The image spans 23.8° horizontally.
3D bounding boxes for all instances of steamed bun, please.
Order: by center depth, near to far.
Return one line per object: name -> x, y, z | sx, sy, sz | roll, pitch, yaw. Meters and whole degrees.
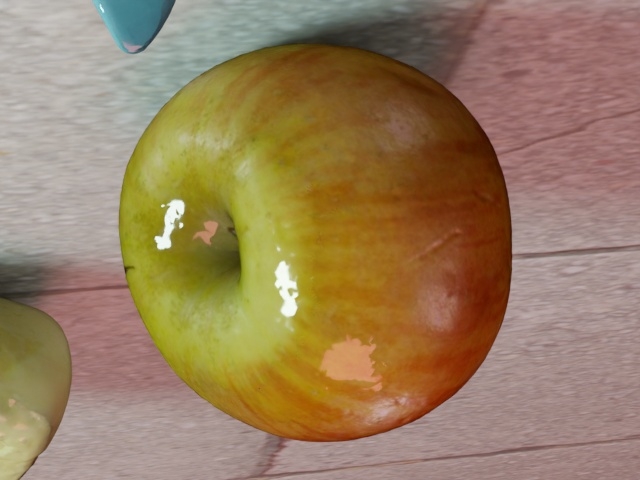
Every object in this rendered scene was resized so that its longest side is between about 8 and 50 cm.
steamed bun -> -0.351, 0.122, 1.329 | 0.232, 0.166, 0.273 | 18, 139, -25

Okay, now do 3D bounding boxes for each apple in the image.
apple -> 0.000, 0.000, 1.060 | 0.233, 0.286, 0.286 | -9, 162, -46

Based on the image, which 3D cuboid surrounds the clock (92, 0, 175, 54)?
clock -> -0.070, -0.216, 0.561 | 0.224, 0.274, 0.094 | -25, -169, -6
